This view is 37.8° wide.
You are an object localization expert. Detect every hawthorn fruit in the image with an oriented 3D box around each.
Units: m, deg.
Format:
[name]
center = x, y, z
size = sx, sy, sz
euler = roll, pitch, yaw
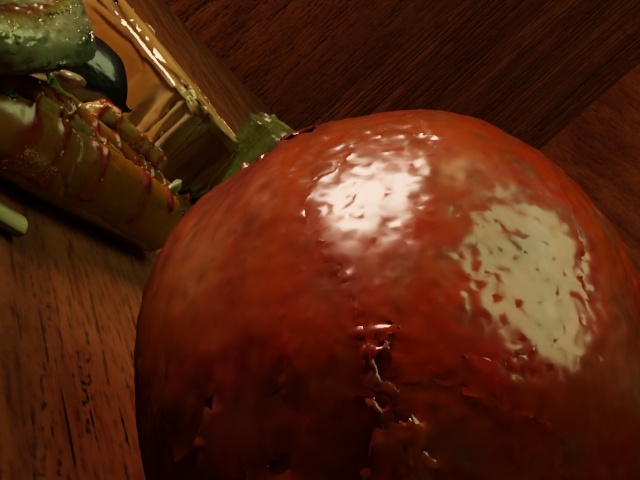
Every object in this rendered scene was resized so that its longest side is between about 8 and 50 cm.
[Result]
[hawthorn fruit]
center = 0.035, 0.091, 0.435
size = 0.276, 0.276, 0.307
euler = 47, 21, -15

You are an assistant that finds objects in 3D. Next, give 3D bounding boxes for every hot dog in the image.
[hot dog]
center = -0.171, -0.063, 0.677
size = 0.104, 0.076, 0.250
euler = 52, 10, 31

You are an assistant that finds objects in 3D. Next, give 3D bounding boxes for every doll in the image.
[doll]
center = -0.228, -0.140, 0.720
size = 0.179, 0.089, 0.102
euler = 25, -13, -15

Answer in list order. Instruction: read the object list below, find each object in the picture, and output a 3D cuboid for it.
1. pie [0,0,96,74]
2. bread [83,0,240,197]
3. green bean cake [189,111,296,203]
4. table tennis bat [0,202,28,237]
[pie]
center = -0.235, -0.155, 0.597
size = 0.187, 0.041, 0.187
euler = 15, 26, -8
[bread]
center = -0.187, -0.153, 0.930
size = 0.241, 0.107, 0.136
euler = 52, 5, 24
[green bean cake]
center = 0.000, 0.000, 1.057
size = 0.250, 0.156, 0.247
euler = 40, 9, -49
[table tennis bat]
center = -0.219, -0.040, 0.501
size = 0.156, 0.013, 0.087
euler = 39, 11, -48
